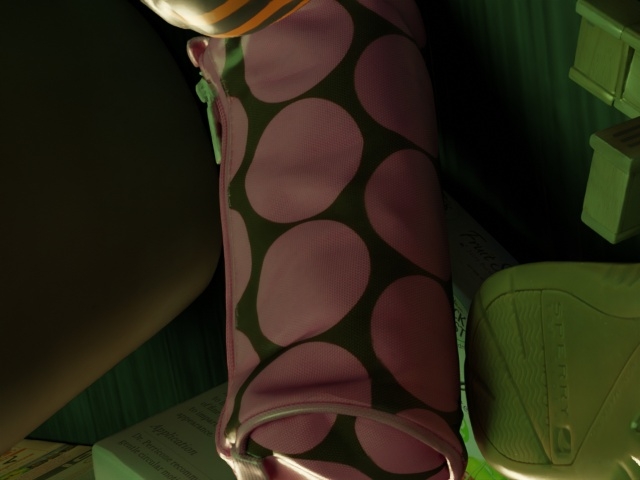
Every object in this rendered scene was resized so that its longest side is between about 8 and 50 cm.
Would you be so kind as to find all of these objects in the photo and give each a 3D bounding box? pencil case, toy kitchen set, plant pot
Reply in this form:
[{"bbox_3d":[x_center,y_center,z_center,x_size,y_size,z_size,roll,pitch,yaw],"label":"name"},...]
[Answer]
[{"bbox_3d":[0.000,0.000,0.683,0.095,0.098,0.209,93,174,-57],"label":"pencil case"},{"bbox_3d":[0.100,-0.058,0.579,0.083,0.075,0.068,41,140,39],"label":"toy kitchen set"},{"bbox_3d":[-0.217,-0.007,0.919,0.323,0.280,0.323,36,137,42],"label":"plant pot"}]

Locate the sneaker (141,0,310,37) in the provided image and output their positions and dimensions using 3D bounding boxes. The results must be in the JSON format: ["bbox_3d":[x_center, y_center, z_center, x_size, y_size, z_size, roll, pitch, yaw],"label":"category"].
[{"bbox_3d":[0.099,-0.124,0.374,0.321,0.124,0.180,-45,77,20],"label":"sneaker"}]

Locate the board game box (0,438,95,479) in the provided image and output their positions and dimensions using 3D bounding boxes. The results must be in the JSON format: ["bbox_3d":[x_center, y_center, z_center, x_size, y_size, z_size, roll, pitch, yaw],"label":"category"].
[{"bbox_3d":[-0.236,0.222,1.163,0.303,0.224,0.098,-3,109,59],"label":"board game box"}]

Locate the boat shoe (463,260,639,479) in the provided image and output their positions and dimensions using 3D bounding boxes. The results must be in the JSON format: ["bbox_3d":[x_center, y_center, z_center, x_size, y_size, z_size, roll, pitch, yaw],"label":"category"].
[{"bbox_3d":[0.148,0.044,0.547,0.285,0.092,0.103,-4,91,63],"label":"boat shoe"}]

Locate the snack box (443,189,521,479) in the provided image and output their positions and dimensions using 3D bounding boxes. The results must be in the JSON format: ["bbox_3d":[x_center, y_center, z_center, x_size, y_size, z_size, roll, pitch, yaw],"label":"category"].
[{"bbox_3d":[0.062,0.049,0.751,0.141,0.037,0.100,46,143,32],"label":"snack box"}]

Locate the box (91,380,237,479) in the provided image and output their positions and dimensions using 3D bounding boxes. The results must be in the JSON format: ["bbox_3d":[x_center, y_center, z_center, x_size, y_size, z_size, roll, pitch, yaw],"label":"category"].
[{"bbox_3d":[-0.007,0.183,0.870,0.181,0.119,0.182,27,132,48],"label":"box"}]
